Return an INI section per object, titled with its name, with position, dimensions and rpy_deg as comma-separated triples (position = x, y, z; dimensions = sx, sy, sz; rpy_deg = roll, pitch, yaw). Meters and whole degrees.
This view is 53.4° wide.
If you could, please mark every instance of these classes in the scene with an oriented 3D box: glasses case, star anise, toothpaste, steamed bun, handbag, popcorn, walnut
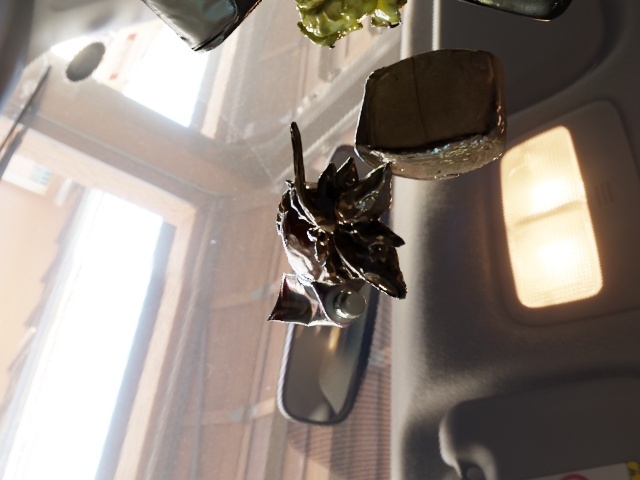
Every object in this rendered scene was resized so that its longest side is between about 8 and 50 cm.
[glasses case]
position = 0.364, -0.515, 1.251
dimensions = 0.075, 0.315, 0.122
rpy_deg = -106, -153, -50
[star anise]
position = 0.033, -0.036, 1.133
dimensions = 0.293, 0.109, 0.349
rpy_deg = 8, -69, 41
[toothpaste]
position = -0.014, 0.081, 0.860
dimensions = 0.301, 0.048, 0.075
rpy_deg = 170, -88, -69
[steamed bun]
position = 0.234, -0.242, 1.324
dimensions = 0.301, 0.199, 0.251
rpy_deg = -4, -111, 20
[handbag]
position = -0.295, -0.626, 1.532
dimensions = 0.178, 0.302, 0.275
rpy_deg = 21, -106, 51
[popcorn]
position = 0.052, -0.428, 1.115
dimensions = 0.168, 0.195, 0.173
rpy_deg = -48, 137, -66
[walnut]
position = 0.000, 0.000, 1.512
dimensions = 0.269, 0.244, 0.221
rpy_deg = 83, 26, -44
